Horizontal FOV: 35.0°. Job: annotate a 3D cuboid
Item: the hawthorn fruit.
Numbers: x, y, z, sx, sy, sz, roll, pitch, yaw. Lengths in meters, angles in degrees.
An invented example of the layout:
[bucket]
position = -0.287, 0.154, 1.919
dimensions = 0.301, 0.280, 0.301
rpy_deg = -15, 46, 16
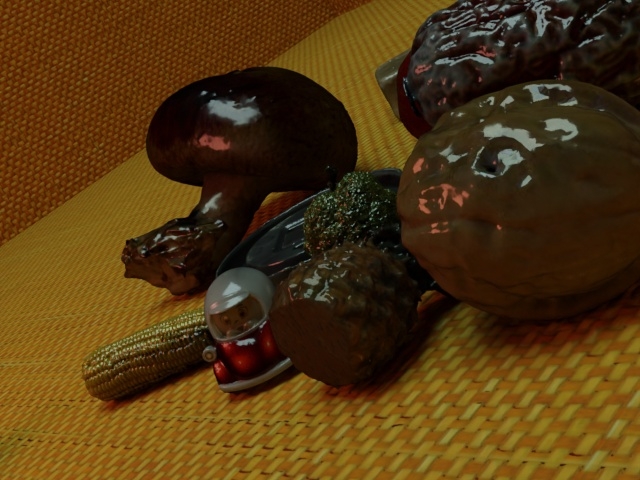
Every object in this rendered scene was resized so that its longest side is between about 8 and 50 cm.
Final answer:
[hawthorn fruit]
position = 0.196, -0.213, 1.434
dimensions = 0.169, 0.169, 0.188
rpy_deg = -34, 20, -14

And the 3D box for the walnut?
[walnut]
position = 0.177, -0.033, 0.845
dimensions = 0.244, 0.198, 0.198
rpy_deg = -3, 27, 25

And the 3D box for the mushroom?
[mushroom]
position = -0.102, -0.102, 1.559
dimensions = 0.331, 0.356, 0.334
rpy_deg = -22, -20, 34

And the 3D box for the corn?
[corn]
position = -0.195, 0.134, 1.206
dimensions = 0.203, 0.072, 0.072
rpy_deg = -24, 17, 17

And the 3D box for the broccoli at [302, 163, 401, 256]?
[broccoli]
position = 0.039, -0.010, 1.091
dimensions = 0.131, 0.130, 0.120
rpy_deg = 9, 2, -23

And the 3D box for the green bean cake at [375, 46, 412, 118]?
[green bean cake]
position = 0.164, -0.291, 1.847
dimensions = 0.109, 0.085, 0.179
rpy_deg = -29, 15, 8

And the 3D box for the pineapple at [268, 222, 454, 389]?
[pineapple]
position = 0.067, 0.033, 0.969
dimensions = 0.248, 0.128, 0.128
rpy_deg = -36, 16, -36

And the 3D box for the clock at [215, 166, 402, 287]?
[clock]
position = 0.000, 0.000, 1.295
dimensions = 0.280, 0.055, 0.280
rpy_deg = -27, 16, 8

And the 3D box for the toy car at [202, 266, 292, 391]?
[toy car]
position = -0.074, 0.080, 1.072
dimensions = 0.112, 0.112, 0.139
rpy_deg = -26, 17, 14

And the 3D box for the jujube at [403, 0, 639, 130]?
[jujube]
position = 0.261, -0.222, 1.223
dimensions = 0.317, 0.226, 0.226
rpy_deg = -20, 17, 13
